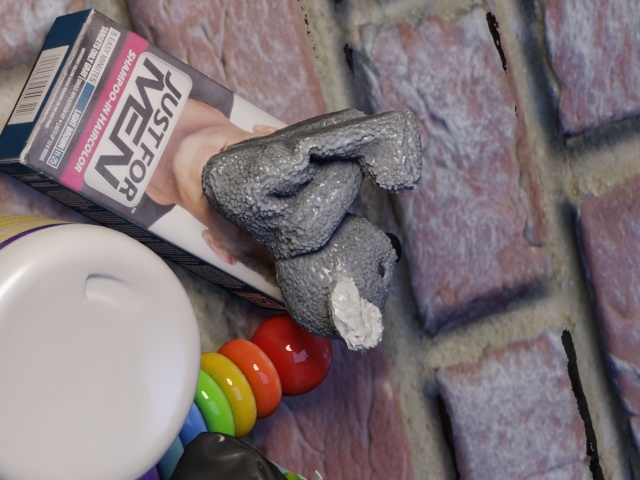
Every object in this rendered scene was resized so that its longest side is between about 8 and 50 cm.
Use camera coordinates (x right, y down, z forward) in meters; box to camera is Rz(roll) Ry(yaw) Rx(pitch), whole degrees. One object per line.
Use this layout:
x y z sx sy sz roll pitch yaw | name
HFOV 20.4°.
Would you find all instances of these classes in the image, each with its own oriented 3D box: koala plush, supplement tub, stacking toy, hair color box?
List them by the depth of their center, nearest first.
-0.287 0.093 1.594 0.241 0.331 0.241 -5 98 -36 | supplement tub
0.000 0.000 1.744 0.203 0.196 0.221 -17 101 -17 | koala plush
-0.142 -0.076 1.818 0.347 0.105 0.174 29 77 -27 | hair color box
-0.125 0.168 1.829 0.330 0.141 0.141 -30 105 -33 | stacking toy

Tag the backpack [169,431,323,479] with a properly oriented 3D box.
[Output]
-0.033 0.384 1.792 0.290 0.273 0.355 -65 157 -12 | backpack
